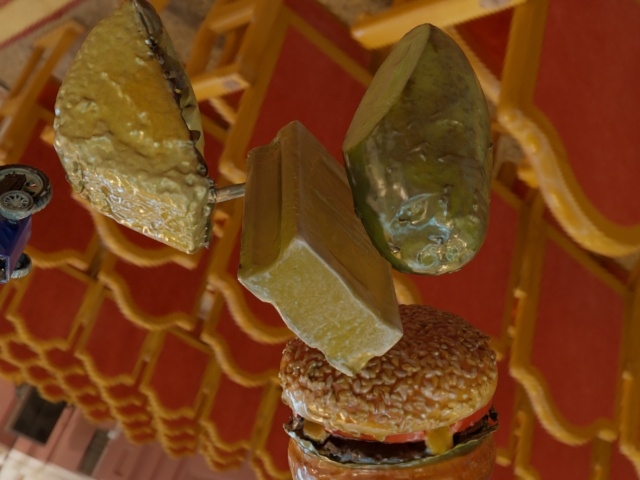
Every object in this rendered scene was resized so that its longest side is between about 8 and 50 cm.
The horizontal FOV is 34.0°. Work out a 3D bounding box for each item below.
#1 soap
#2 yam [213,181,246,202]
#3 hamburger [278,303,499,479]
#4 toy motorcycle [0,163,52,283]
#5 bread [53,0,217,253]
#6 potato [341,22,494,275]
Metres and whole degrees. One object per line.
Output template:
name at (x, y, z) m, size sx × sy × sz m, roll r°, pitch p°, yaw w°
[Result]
soap at (0.000, 0.000, 1.251) m, size 0.199 × 0.091 × 0.315 m, roll 43°, pitch -160°, yaw -22°
yam at (-0.159, -0.077, 1.693) m, size 0.234 × 0.029 × 0.027 m, roll -12°, pitch 177°, yaw 28°
hamburger at (0.101, 0.235, 1.522) m, size 0.330 × 0.250 × 0.330 m, roll -4°, pitch -170°, yaw 1°
toy motorcycle at (-0.442, -0.010, 1.291) m, size 0.169 × 0.315 × 0.113 m, roll 11°, pitch 129°, yaw -3°
bread at (-0.209, -0.107, 1.165) m, size 0.162 × 0.262 × 0.204 m, roll -18°, pitch 161°, yaw -10°
potato at (0.110, -0.103, 1.169) m, size 0.176 × 0.298 × 0.141 m, roll 16°, pitch 152°, yaw -36°
